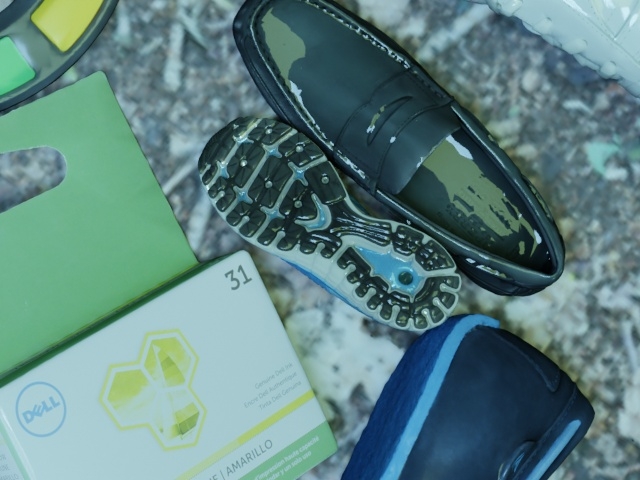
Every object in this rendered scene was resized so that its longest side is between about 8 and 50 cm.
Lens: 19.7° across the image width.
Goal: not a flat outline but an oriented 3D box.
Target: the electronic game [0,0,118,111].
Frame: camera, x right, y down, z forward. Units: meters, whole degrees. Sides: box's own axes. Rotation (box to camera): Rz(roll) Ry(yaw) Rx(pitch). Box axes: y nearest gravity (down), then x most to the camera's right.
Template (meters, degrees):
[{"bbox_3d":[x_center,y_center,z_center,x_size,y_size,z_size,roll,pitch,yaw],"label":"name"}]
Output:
[{"bbox_3d":[-0.207,-0.172,0.942,0.229,0.048,0.229,-1,93,-12],"label":"electronic game"}]

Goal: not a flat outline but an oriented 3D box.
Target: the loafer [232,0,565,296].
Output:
[{"bbox_3d":[0.047,-0.055,0.982,0.223,0.078,0.076,43,83,-10],"label":"loafer"}]

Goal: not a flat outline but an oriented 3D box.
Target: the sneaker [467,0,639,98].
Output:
[{"bbox_3d":[0.131,-0.147,0.996,0.152,0.114,0.305,-31,93,5],"label":"sneaker"}]

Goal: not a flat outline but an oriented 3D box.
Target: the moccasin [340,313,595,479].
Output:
[{"bbox_3d":[0.042,0.206,0.959,0.117,0.138,0.342,29,86,-10],"label":"moccasin"}]

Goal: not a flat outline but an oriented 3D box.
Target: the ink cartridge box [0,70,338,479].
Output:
[{"bbox_3d":[-0.110,0.044,0.934,0.171,0.056,0.235,-30,100,-36],"label":"ink cartridge box"}]

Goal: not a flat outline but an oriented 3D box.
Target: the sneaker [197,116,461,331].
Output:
[{"bbox_3d":[0.000,0.000,0.982,0.162,0.073,0.063,40,78,11],"label":"sneaker"}]
